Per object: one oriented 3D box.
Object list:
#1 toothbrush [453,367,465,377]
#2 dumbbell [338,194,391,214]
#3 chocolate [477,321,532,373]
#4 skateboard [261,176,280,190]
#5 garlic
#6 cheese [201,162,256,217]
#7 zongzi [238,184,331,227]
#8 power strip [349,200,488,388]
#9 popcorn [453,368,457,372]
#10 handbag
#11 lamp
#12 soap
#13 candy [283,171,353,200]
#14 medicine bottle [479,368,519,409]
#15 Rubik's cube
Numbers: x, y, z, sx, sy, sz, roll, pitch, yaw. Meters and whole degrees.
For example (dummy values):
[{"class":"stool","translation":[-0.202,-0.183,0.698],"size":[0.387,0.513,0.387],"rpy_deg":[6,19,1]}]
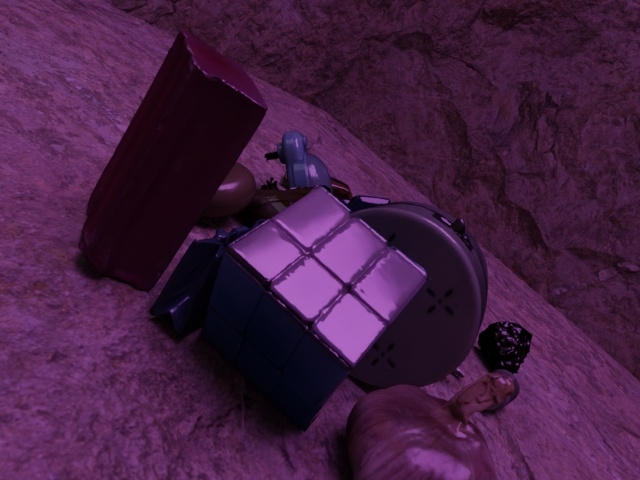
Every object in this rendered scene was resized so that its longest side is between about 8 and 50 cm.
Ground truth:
[{"class":"toothbrush","translation":[0.250,0.254,1.143],"size":[0.263,0.022,0.026],"rpy_deg":[40,33,13]},{"class":"dumbbell","translation":[0.104,-0.045,1.245],"size":[0.159,0.144,0.325],"rpy_deg":[4,4,-6]},{"class":"chocolate","translation":[0.523,0.325,1.288],"size":[0.156,0.156,0.133],"rpy_deg":[30,40,-14]},{"class":"skateboard","translation":[-0.139,-0.143,1.363],"size":[0.080,0.067,0.151],"rpy_deg":[42,16,-8]},{"class":"garlic","translation":[0.179,0.285,0.652],"size":[0.245,0.253,0.245],"rpy_deg":[37,12,-9]},{"class":"cheese","translation":[-0.243,-0.119,1.038],"size":[0.175,0.091,0.202],"rpy_deg":[17,30,14]},{"class":"zongzi","translation":[-0.121,-0.026,1.086],"size":[0.299,0.139,0.286],"rpy_deg":[9,40,-2]},{"class":"power strip","translation":[0.149,0.088,0.867],"size":[0.357,0.358,0.161],"rpy_deg":[40,23,13]},{"class":"popcorn","translation":[0.275,0.263,1.064],"size":[0.089,0.109,0.097],"rpy_deg":[-17,10,-28]},{"class":"handbag","translation":[-0.151,0.050,0.746],"size":[0.062,0.179,0.229],"rpy_deg":[39,19,11]},{"class":"lamp","translation":[-0.047,-0.181,1.349],"size":[0.284,0.147,0.209],"rpy_deg":[60,7,-4]},{"class":"soap","translation":[-0.248,-0.127,0.728],"size":[0.128,0.360,0.233],"rpy_deg":[25,23,-34]},{"class":"candy","translation":[-0.005,-0.187,1.612],"size":[0.271,0.101,0.143],"rpy_deg":[24,25,-15]},{"class":"medicine bottle","translation":[0.419,0.358,1.093],"size":[0.140,0.079,0.079],"rpy_deg":[6,35,-53]},{"class":"Rubik's cube","translation":[-0.014,0.098,0.695],"size":[0.224,0.231,0.221],"rpy_deg":[39,46,12]}]
